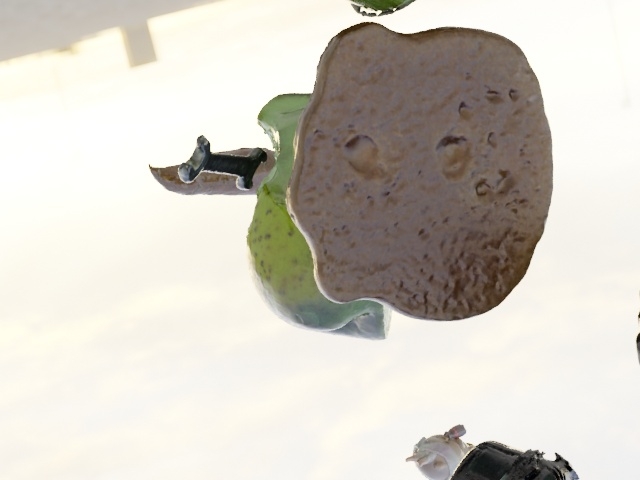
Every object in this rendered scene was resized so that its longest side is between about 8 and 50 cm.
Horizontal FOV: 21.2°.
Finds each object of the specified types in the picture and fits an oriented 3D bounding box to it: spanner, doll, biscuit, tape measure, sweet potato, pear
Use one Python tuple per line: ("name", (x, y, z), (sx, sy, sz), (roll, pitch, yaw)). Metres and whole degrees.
("spanner", (-0.102, -0.081, 1.834), (0.015, 0.054, 0.254), (28, -174, 12))
("doll", (0.164, 0.277, 2.238), (0.073, 0.084, 0.127), (33, -168, 35))
("biscuit", (0.094, -0.060, 1.565), (0.257, 0.273, 0.049), (3, -173, -19))
("tape measure", (0.156, 0.276, 1.556), (0.112, 0.199, 0.186), (21, -124, 23))
("sweet potato", (-0.098, -0.093, 2.257), (0.314, 0.066, 0.072), (1, -136, -37))
("pear", (0.000, 0.000, 1.947), (0.176, 0.286, 0.282), (1, -136, 6))

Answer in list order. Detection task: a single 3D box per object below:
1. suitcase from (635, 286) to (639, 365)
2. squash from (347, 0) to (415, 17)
("suitcase", (0.332, 0.170, 1.518), (0.066, 0.286, 0.206), (-8, -161, 15))
("squash", (-0.023, -0.406, 1.665), (0.384, 0.263, 0.263), (29, 172, -29))
